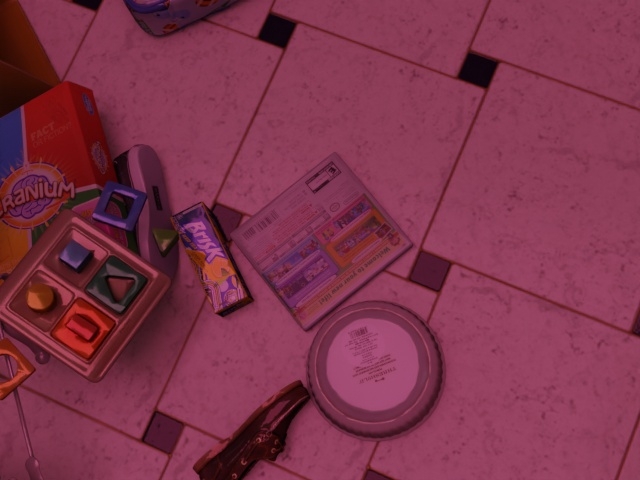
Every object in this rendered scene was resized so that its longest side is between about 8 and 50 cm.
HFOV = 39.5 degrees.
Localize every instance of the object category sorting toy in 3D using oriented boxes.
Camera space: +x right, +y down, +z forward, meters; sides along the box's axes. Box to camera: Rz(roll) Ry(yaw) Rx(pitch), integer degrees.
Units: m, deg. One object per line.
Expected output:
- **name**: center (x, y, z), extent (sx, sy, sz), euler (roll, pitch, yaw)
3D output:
- **sorting toy**: center (-0.334, 0.072, 1.228), extent (0.196, 0.047, 0.348), euler (33, 73, 4)

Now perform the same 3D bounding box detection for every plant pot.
- **plant pot**: center (-0.578, -0.296, 1.416), extent (0.187, 0.212, 0.212), euler (-32, 76, 11)

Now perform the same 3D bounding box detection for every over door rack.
- **over door rack**: center (-0.511, 0.238, 1.291), extent (0.239, 0.108, 0.324), euler (-21, 68, 19)

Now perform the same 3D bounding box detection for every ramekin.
- **ramekin**: center (0.076, 0.183, 1.277), extent (0.207, 0.109, 0.207), euler (-1, 78, 7)

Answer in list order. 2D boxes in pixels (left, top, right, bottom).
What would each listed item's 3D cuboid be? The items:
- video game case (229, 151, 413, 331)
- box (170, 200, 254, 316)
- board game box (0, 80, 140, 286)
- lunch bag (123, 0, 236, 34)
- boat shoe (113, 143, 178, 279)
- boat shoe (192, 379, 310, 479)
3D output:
- **video game case**: center (0.000, 0.000, 1.369), extent (0.212, 0.023, 0.193), euler (-38, 76, -4)
- **box**: center (-0.166, 0.029, 1.366), extent (0.059, 0.054, 0.169), euler (-27, 76, 0)
- **board game box**: center (-0.423, -0.050, 1.373), extent (0.242, 0.064, 0.317), euler (-24, 75, 19)
- **lunch bag**: center (-0.219, -0.491, 1.458), extent (0.303, 0.115, 0.243), euler (-25, 74, -1)
- **boat shoe**: center (-0.282, -0.034, 1.386), extent (0.076, 0.080, 0.229), euler (-16, 82, 26)
- **boat shoe**: center (-0.088, 0.292, 1.290), extent (0.207, 0.073, 0.073), euler (-44, 67, 5)
